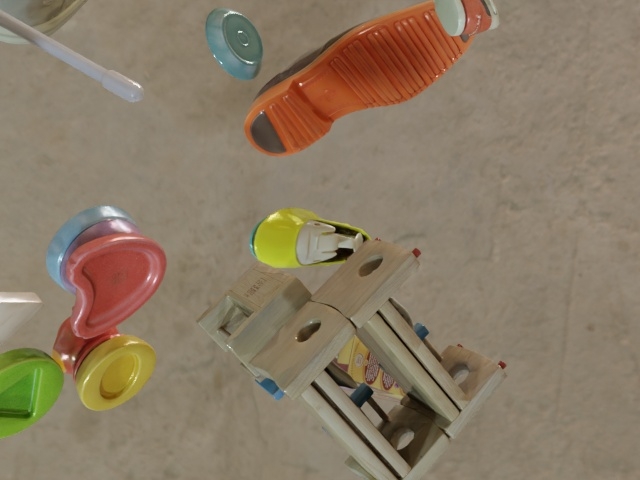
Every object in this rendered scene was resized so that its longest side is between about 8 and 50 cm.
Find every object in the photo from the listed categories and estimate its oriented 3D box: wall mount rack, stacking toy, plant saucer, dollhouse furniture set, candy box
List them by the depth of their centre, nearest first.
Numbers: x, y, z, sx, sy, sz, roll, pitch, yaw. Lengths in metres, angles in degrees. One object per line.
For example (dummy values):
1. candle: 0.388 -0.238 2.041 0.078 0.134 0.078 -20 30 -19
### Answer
1. dollhouse furniture set: 0.018 0.080 0.604 0.129 0.184 0.129 -45 114 -13
2. wall mount rack: -0.253 -0.252 0.786 0.304 0.130 0.350 7 54 37
3. candy box: 0.048 0.149 0.914 0.109 0.187 0.053 0 73 40
4. stacking toy: -0.356 0.101 1.037 0.279 0.309 0.130 -17 46 -42
5. plant saucer: -0.125 -0.305 1.206 0.021 0.119 0.119 -18 62 38

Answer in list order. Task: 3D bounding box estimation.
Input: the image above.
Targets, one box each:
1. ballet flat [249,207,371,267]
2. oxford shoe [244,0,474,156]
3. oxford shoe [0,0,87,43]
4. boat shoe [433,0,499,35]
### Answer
1. ballet flat: 0.000 0.000 1.020 0.077 0.231 0.077 8 92 28
2. oxford shoe: 0.046 -0.256 1.121 0.364 0.130 0.132 -22 37 23
3. oxford shoe: -0.350 -0.456 1.124 0.169 0.130 0.449 18 51 3
4. boat shoe: 0.118 -0.241 0.705 0.043 0.049 0.137 -12 65 -14
